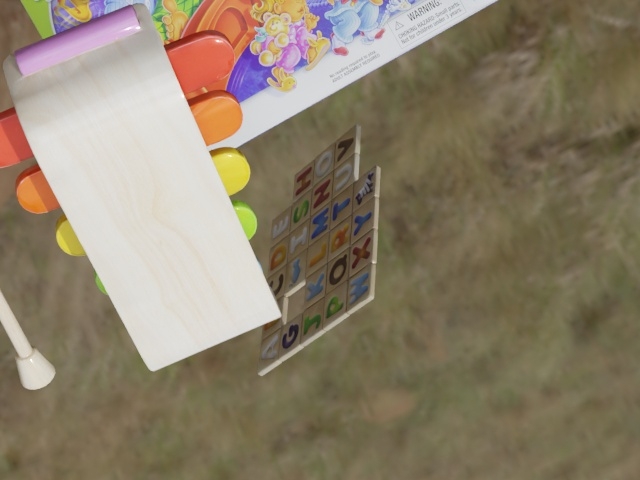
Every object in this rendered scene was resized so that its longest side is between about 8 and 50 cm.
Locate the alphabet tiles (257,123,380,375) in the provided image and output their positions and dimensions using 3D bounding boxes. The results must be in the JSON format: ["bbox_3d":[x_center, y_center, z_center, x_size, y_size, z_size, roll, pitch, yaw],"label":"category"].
[{"bbox_3d":[0.000,0.000,1.606,0.009,0.237,0.198,24,141,-26],"label":"alphabet tiles"}]

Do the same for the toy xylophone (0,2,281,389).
[{"bbox_3d":[-0.154,-0.015,1.188,0.236,0.081,0.322,-17,128,-7],"label":"toy xylophone"}]

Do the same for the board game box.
[{"bbox_3d":[-0.058,-0.217,1.303,0.347,0.233,0.078,-29,-176,8],"label":"board game box"}]
